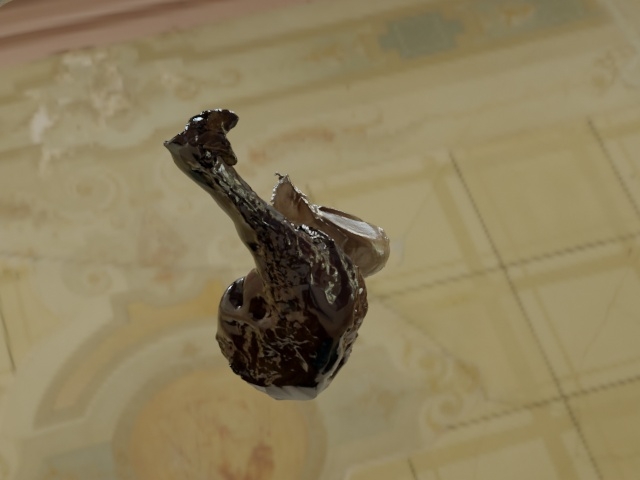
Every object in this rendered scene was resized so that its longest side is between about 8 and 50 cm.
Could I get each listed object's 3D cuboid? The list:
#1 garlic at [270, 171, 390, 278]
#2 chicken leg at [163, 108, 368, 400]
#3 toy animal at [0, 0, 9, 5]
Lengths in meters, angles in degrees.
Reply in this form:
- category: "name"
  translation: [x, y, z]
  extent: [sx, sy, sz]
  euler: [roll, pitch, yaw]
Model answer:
- category: "garlic"
  translation: [0.001, 0.004, 1.227]
  extent: [0.113, 0.094, 0.074]
  euler: [22, -98, 37]
- category: "chicken leg"
  translation: [-0.026, 0.022, 0.880]
  extent: [0.106, 0.253, 0.051]
  euler: [17, -124, 19]
- category: "toy animal"
  translation: [-0.273, -0.341, 1.214]
  extent: [0.258, 0.357, 0.194]
  euler: [3, -162, -3]
